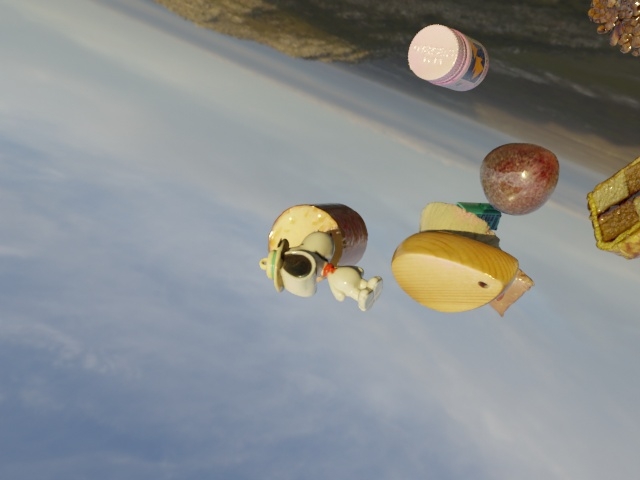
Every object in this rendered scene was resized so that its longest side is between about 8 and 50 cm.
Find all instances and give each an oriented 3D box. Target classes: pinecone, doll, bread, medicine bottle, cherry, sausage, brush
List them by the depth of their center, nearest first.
[{"bbox_3d":[0.274,0.030,1.114,0.266,0.166,0.174,1,132,52],"label":"brush"},{"bbox_3d":[0.627,-0.446,1.117,0.195,0.150,0.179,44,151,-3],"label":"pinecone"},{"bbox_3d":[0.660,-0.073,1.188,0.095,0.222,0.182,14,-126,-22],"label":"bread"},{"bbox_3d":[0.447,-0.136,1.320,0.140,0.176,0.176,-25,-138,-32],"label":"cherry"},{"bbox_3d":[0.000,0.084,1.413,0.271,0.208,0.144,46,160,34],"label":"doll"},{"bbox_3d":[0.000,0.000,1.742,0.233,0.233,0.287,27,-169,15],"label":"sausage"},{"bbox_3d":[0.424,-0.593,1.919,0.178,0.178,0.290,30,-159,27],"label":"medicine bottle"}]

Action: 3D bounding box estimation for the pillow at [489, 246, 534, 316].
[{"bbox_3d":[0.641,0.142,2.145,0.084,0.223,0.236,-25,-113,-43],"label":"pillow"}]

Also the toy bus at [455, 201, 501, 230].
[{"bbox_3d":[0.532,-0.083,1.989,0.160,0.092,0.079,1,-147,-23],"label":"toy bus"}]
